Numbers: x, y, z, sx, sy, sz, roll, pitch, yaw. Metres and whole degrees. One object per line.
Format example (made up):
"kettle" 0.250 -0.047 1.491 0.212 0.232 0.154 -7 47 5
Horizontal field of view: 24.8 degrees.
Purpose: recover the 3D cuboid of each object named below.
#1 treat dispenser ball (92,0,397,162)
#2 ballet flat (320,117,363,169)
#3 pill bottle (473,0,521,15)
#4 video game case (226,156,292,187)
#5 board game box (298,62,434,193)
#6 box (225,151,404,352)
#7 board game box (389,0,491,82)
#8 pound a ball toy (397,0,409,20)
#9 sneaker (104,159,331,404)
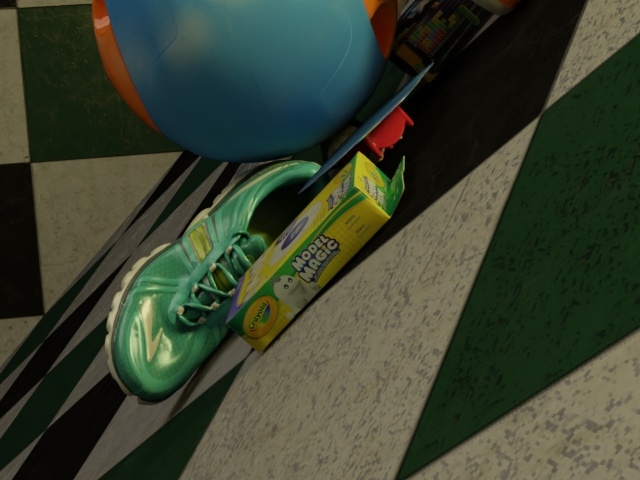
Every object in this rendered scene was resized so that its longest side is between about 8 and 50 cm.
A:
"treat dispenser ball" -0.070 -0.218 1.379 0.288 0.288 0.288 -47 10 11
"ballet flat" 0.013 -0.109 1.483 0.057 0.049 0.173 -48 11 7
"pill bottle" 0.192 -0.311 1.258 0.221 0.121 0.121 -45 11 20
"video game case" -0.076 -0.099 1.906 0.173 0.022 0.190 -43 12 32
"board game box" 0.051 -0.088 1.269 0.133 0.033 0.168 -41 6 29
"box" 0.000 0.000 1.167 0.179 0.043 0.105 -45 11 15
"board game box" 0.125 -0.228 1.449 0.141 0.048 0.170 -50 10 4
"pound a ball toy" 0.136 -0.375 1.684 0.319 0.136 0.208 -52 43 12
"sneaker" -0.091 0.026 1.305 0.275 0.107 0.110 -53 20 -21
